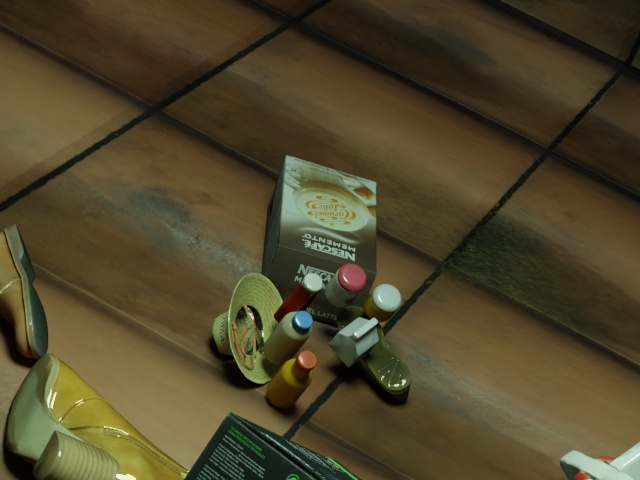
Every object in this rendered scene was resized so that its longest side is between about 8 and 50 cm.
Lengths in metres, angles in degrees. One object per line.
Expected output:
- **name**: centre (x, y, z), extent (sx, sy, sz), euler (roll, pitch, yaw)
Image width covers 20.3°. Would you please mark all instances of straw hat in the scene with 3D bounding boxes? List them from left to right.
- **straw hat**: centre (-0.101, 0.113, 2.219), extent (0.061, 0.145, 0.144), euler (-11, 16, 29)

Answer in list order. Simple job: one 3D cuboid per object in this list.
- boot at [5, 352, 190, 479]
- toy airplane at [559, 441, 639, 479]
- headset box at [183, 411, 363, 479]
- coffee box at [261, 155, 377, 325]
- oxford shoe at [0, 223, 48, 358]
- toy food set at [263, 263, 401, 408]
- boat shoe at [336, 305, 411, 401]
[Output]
- **boot**: centre (-0.222, 0.237, 1.939), extent (0.211, 0.104, 0.295), euler (29, 8, -23)
- **toy airplane**: centre (0.353, 0.376, 1.805), extent (0.386, 0.385, 0.272), euler (11, -13, -2)
- **headset box**: centre (0.019, 0.315, 1.787), extent (0.246, 0.131, 0.283), euler (34, -1, 30)
- **coffee box**: centre (0.000, 0.000, 2.430), extent (0.141, 0.098, 0.246), euler (16, 31, -9)
- **oxford shoe**: centre (-0.373, 0.072, 2.138), extent (0.076, 0.076, 0.212), euler (-19, 43, -7)
- **toy food set**: centre (0.014, 0.096, 2.198), extent (0.232, 0.104, 0.111), euler (-34, 79, -34)
- **boat shoe**: centre (0.066, 0.148, 2.285), extent (0.056, 0.049, 0.152), euler (-21, 51, -16)
